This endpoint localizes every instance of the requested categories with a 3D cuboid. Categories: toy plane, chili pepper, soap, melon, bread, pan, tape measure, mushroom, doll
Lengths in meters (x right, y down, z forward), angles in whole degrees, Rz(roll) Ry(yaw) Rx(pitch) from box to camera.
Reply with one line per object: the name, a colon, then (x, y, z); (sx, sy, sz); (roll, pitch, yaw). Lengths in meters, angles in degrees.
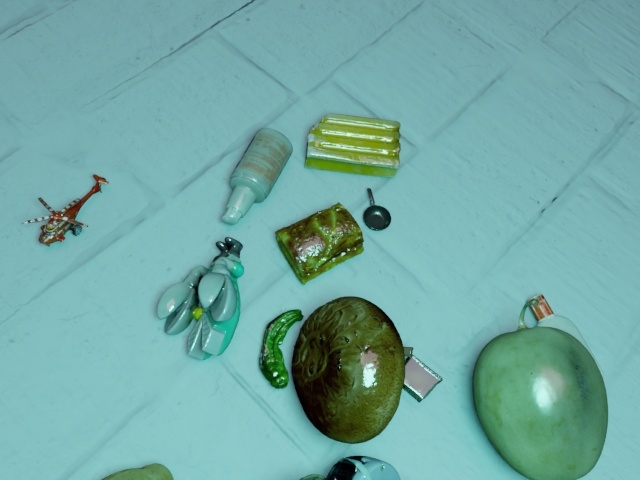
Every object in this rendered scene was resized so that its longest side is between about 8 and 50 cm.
toy plane: (-0.561, -0.070, 1.357); (0.126, 0.077, 0.194); (13, 55, -4)
chili pepper: (-0.087, 0.222, 1.282); (0.073, 0.050, 0.182); (9, 60, 5)
soap: (0.081, -0.240, 1.521); (0.231, 0.073, 0.140); (6, 61, -4)
melon: (0.426, 0.310, 1.190); (0.271, 0.272, 0.308); (8, 57, -3)
bread: (0.000, 0.000, 1.373); (0.172, 0.103, 0.132); (-27, 63, -15)
pan: (0.130, -0.073, 1.470); (0.068, 0.023, 0.115); (-9, 68, -11)
tape measure: (0.075, 0.482, 1.095); (0.182, 0.107, 0.181); (56, 50, -29)
mushroom: (0.044, 0.249, 1.173); (0.163, 0.278, 0.297); (5, 21, -24)
doll: (-0.244, 0.118, 1.277); (0.153, 0.195, 0.258); (28, 28, -30)

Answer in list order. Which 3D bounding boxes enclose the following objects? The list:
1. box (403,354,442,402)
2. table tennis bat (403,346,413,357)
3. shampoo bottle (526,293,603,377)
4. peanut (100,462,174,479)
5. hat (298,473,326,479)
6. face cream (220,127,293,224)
box: (0.202, 0.292, 1.278); (0.084, 0.060, 0.063); (38, 69, 10)
table tennis bat: (0.131, 0.232, 1.327); (0.169, 0.119, 0.108); (6, 82, 24)
shampoo bottle: (0.533, 0.225, 1.356); (0.108, 0.051, 0.221); (-19, 68, -13)
peanut: (-0.385, 0.493, 1.071); (0.274, 0.111, 0.125); (-28, 74, -19)
hat: (-0.088, 0.527, 1.069); (0.128, 0.266, 0.266); (10, 57, 34)
face cream: (-0.158, -0.142, 1.426); (0.101, 0.101, 0.252); (23, 63, 5)
